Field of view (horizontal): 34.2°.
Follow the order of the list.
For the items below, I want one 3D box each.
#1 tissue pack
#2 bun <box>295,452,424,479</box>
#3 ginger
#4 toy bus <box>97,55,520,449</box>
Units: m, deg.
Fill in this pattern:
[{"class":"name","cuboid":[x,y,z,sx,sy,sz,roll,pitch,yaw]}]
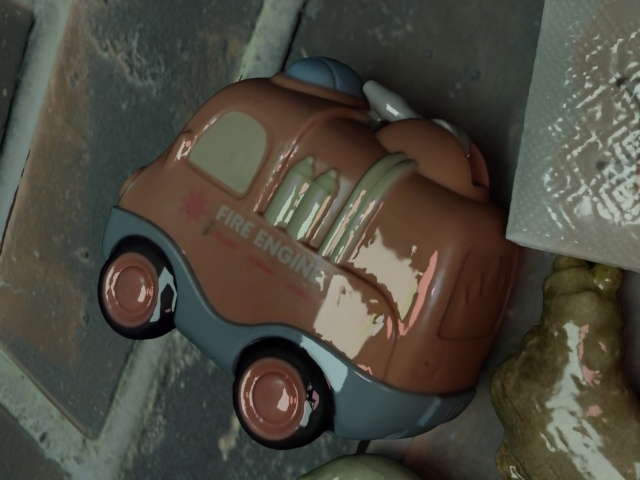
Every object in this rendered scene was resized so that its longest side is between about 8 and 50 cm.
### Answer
[{"class":"tissue pack","cuboid":[0.273,-0.044,0.573,0.325,0.071,0.170,15,100,33]},{"class":"bun","cuboid":[0.042,0.252,0.780,0.183,0.102,0.184,-6,78,28]},{"class":"ginger","cuboid":[0.173,0.121,0.678,0.137,0.074,0.213,-29,82,19]},{"class":"toy bus","cuboid":[0.000,0.000,0.724,0.287,0.194,0.232,35,109,28]}]
